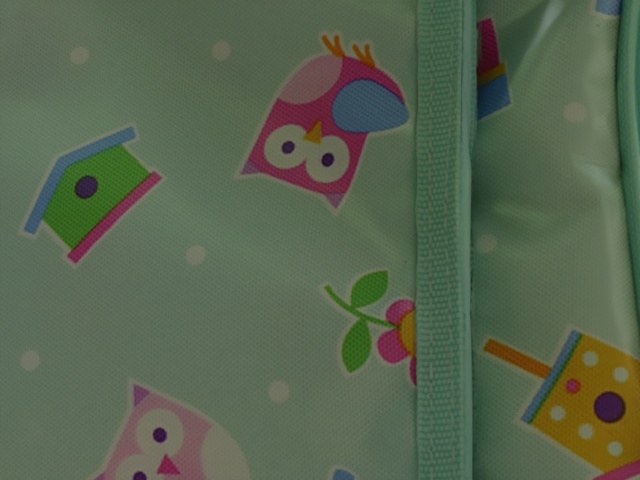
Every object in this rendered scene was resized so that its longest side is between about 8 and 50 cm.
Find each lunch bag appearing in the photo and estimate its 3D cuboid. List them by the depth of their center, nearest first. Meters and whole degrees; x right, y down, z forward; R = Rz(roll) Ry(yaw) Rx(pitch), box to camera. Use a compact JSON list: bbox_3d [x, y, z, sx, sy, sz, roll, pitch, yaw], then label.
[{"bbox_3d":[0.000,0.000,0.486,0.224,0.279,0.108,-7,-17,21],"label":"lunch bag"}]
